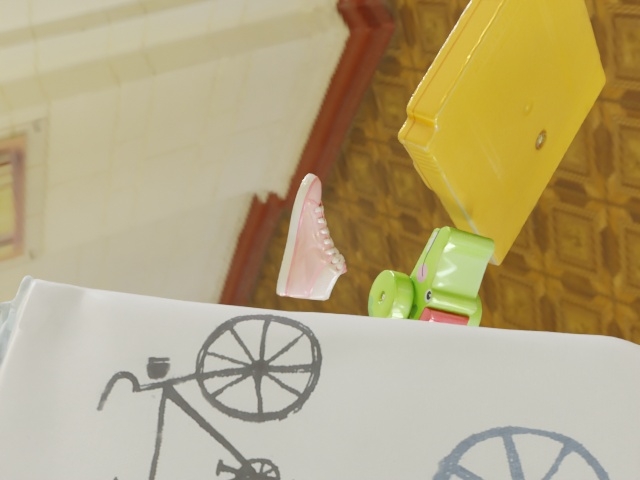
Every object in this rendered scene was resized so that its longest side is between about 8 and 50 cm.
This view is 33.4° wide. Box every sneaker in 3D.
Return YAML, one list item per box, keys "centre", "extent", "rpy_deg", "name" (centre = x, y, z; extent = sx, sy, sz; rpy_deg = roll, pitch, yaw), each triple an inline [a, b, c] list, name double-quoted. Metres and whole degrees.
- centre: [0.000, 0.000, 1.132]
  extent: [0.051, 0.070, 0.134]
  rpy_deg: [-27, -51, -80]
  name: "sneaker"

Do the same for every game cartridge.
- centre: [0.212, -0.156, 1.194]
  extent: [0.052, 0.285, 0.324]
  rpy_deg: [25, 168, 33]
  name: "game cartridge"

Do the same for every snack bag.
- centre: [-0.016, 0.163, 0.444]
  extent: [0.037, 0.342, 0.323]
  rpy_deg: [90, -172, -50]
  name: "snack bag"

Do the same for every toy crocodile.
- centre: [0.091, 0.134, 1.192]
  extent: [0.341, 0.115, 0.105]
  rpy_deg: [-60, 28, 21]
  name: "toy crocodile"
